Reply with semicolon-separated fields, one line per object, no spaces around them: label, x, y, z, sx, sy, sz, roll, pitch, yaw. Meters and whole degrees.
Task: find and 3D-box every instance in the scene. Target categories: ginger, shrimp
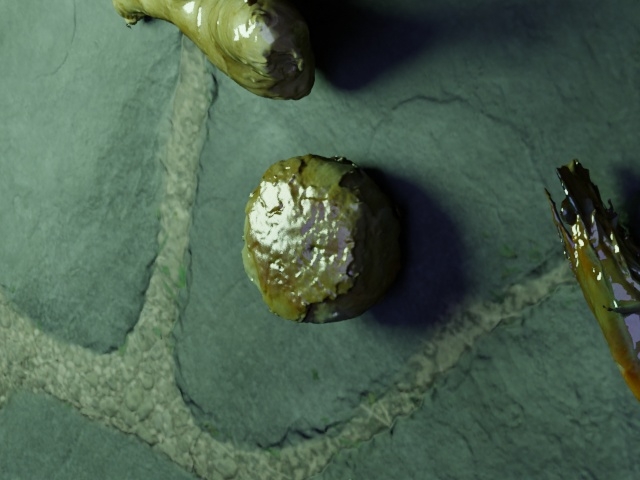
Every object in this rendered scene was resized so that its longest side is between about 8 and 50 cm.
ginger;-0.089;-0.187;1.264;0.334;0.148;0.081;32;94;46
shrimp;0.255;0.039;1.083;0.248;0.068;0.150;49;114;13

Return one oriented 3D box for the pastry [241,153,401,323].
pastry;-0.002;-0.001;1.265;0.153;0.081;0.153;12;108;41

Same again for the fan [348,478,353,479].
fan;-0.001;0.260;1.377;0.085;0.005;0.133;48;127;21

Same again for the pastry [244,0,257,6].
pastry;-0.057;-0.360;1.093;0.337;0.292;0.405;41;114;12
